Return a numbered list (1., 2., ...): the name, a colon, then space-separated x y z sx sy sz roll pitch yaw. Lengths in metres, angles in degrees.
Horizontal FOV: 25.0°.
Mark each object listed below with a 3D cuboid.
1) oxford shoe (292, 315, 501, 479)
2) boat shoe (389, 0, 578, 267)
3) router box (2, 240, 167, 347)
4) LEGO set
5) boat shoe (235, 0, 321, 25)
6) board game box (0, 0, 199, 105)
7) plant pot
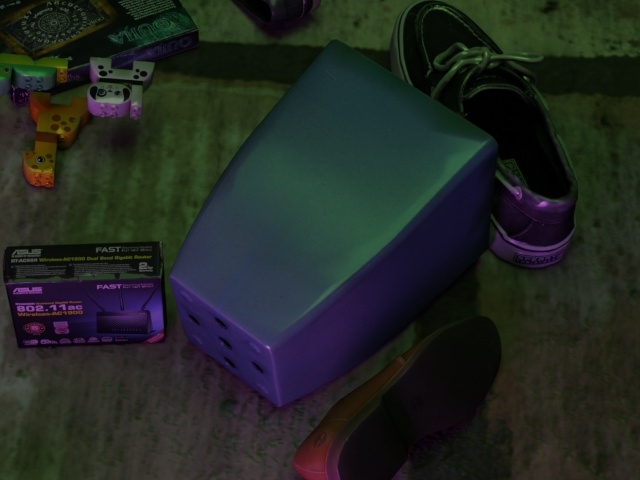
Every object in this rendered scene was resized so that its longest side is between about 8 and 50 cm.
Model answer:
1. oxford shoe: 0.060 0.118 1.114 0.212 0.076 0.076 -33 20 -36
2. boat shoe: 0.144 -0.123 1.276 0.113 0.105 0.306 -9 54 -10
3. router box: -0.183 0.043 1.137 0.123 0.092 0.038 -3 53 -5
4. LEGO set: -0.262 -0.103 1.254 0.227 0.087 0.093 4 55 -9
5. boat shoe: -0.092 -0.279 1.403 0.206 0.075 0.065 40 57 19
6. board game box: -0.224 -0.203 1.366 0.186 0.026 0.126 -21 57 -19
7. plant pot: 0.000 0.000 1.144 0.166 0.165 0.234 36 67 22
